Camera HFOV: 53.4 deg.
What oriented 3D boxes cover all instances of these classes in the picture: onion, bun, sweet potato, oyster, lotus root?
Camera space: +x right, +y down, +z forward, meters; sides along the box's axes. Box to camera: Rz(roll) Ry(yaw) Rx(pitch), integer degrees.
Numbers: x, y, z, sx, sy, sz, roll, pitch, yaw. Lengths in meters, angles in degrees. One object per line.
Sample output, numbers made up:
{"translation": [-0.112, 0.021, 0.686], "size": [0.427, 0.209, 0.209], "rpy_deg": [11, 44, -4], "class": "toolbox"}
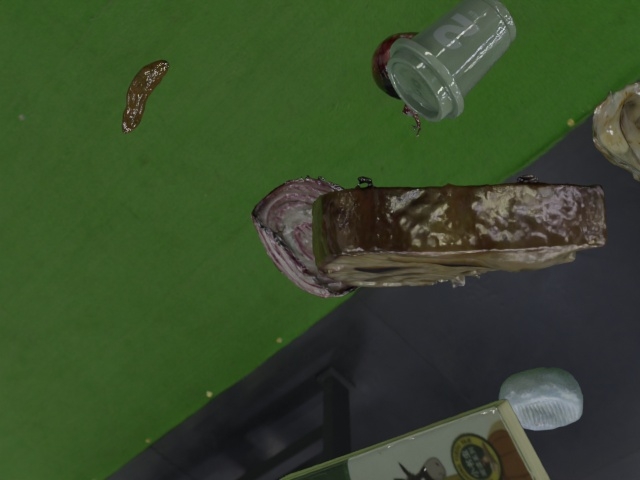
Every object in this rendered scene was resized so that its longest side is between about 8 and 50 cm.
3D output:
{"translation": [0.267, -0.439, 1.745], "size": [0.273, 0.273, 0.285], "rpy_deg": [11, 91, 2], "class": "onion"}
{"translation": [0.000, 0.000, 1.543], "size": [0.314, 0.280, 0.146], "rpy_deg": [43, 141, 11], "class": "onion"}
{"translation": [0.374, 0.264, 1.087], "size": [0.141, 0.083, 0.140], "rpy_deg": [1, 136, 1], "class": "bun"}
{"translation": [-0.390, -0.315, 1.376], "size": [0.054, 0.053, 0.182], "rpy_deg": [28, 87, -36], "class": "sweet potato"}
{"translation": [0.399, -0.126, 0.748], "size": [0.161, 0.233, 0.107], "rpy_deg": [44, 147, 5], "class": "oyster"}
{"translation": [0.077, -0.005, 0.527], "size": [0.170, 0.261, 0.074], "rpy_deg": [5, 81, -17], "class": "lotus root"}

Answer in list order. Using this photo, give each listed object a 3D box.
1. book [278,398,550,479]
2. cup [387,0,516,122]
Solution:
{"translation": [0.088, 0.263, 0.525], "size": [0.264, 0.027, 0.202], "rpy_deg": [-33, 79, 37], "class": "book"}
{"translation": [0.165, -0.226, 0.781], "size": [0.141, 0.120, 0.120], "rpy_deg": [-40, 108, -6], "class": "cup"}
